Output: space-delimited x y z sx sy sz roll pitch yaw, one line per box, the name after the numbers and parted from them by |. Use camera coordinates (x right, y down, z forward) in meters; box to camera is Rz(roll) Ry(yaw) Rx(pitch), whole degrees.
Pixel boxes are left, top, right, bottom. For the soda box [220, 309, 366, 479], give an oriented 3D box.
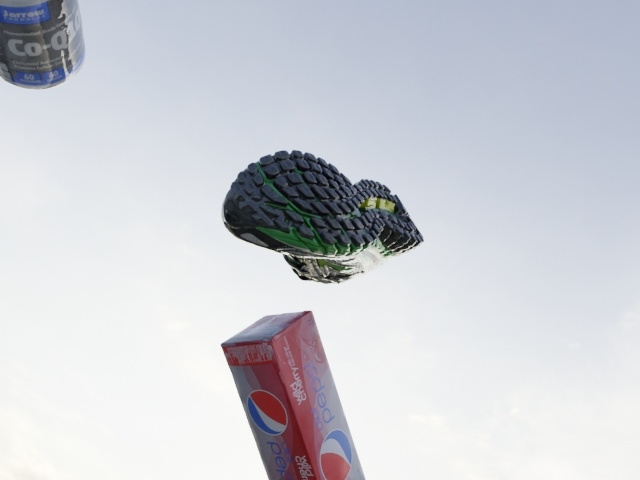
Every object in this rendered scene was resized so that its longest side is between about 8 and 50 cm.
-0.026 0.225 0.788 0.083 0.092 0.264 -11 -79 37 | soda box

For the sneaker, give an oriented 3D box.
0.000 0.000 0.768 0.146 0.134 0.343 -41 -26 20 | sneaker

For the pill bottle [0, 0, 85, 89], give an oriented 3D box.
-0.221 -0.183 0.475 0.078 0.078 0.137 23 -27 -3 | pill bottle
